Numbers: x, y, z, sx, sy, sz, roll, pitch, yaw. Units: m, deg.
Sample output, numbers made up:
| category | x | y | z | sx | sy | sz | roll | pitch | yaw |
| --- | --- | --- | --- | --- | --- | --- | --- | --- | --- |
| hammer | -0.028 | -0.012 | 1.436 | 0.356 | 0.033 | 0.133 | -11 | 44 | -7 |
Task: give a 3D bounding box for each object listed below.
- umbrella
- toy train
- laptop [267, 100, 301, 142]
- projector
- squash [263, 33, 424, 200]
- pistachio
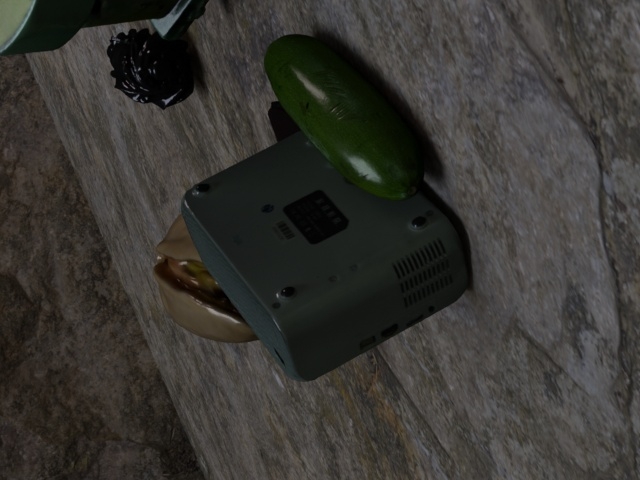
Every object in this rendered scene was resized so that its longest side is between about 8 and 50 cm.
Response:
| category | x | y | z | sx | sy | sz | roll | pitch | yaw |
| --- | --- | --- | --- | --- | --- | --- | --- | --- | --- |
| umbrella | -0.268 | -0.263 | 2.223 | 0.340 | 0.118 | 0.118 | 30 | 140 | 66 |
| toy train | -0.289 | -0.346 | 1.752 | 0.253 | 0.397 | 0.160 | 53 | 125 | 15 |
| laptop | 0.000 | -0.083 | 1.727 | 0.154 | 0.026 | 0.207 | 69 | 166 | -14 |
| projector | 0.000 | 0.000 | 1.494 | 0.250 | 0.198 | 0.108 | 49 | 162 | 47 |
| squash | 0.015 | -0.131 | 1.492 | 0.292 | 0.082 | 0.082 | 51 | 158 | 47 |
| pistachio | -0.126 | 0.049 | 2.096 | 0.299 | 0.187 | 0.187 | 25 | 136 | 59 |
